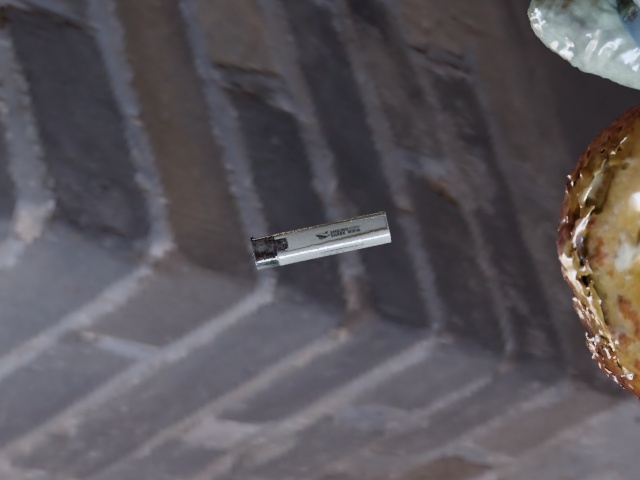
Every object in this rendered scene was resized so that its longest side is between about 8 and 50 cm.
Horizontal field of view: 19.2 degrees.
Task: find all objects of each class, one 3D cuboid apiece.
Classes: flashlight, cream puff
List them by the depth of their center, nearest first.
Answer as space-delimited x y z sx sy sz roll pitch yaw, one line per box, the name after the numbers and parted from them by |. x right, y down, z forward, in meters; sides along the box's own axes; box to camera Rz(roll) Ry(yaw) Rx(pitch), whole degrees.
0.000 0.000 1.135 0.083 0.018 0.018 -11 71 1 | flashlight
0.270 0.003 1.178 0.240 0.164 0.240 1 92 28 | cream puff

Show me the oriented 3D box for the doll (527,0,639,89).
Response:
0.175 -0.111 0.736 0.214 0.071 0.103 -22 103 42 | doll
